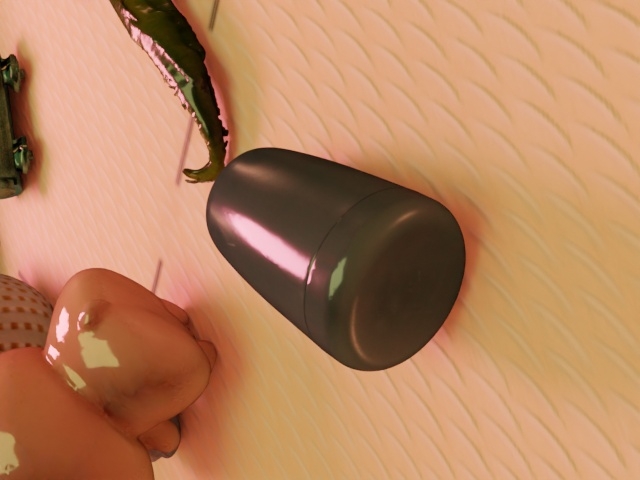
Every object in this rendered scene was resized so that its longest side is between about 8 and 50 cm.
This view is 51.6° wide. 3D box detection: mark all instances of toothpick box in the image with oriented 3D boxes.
[{"bbox_3d":[0.000,0.000,0.473,0.184,0.120,0.120,31,115,44],"label":"toothpick box"}]

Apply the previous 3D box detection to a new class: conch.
[{"bbox_3d":[-0.473,0.172,0.924,0.303,0.215,0.319,-57,23,26],"label":"conch"}]

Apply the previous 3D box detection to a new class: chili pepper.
[{"bbox_3d":[-0.173,-0.223,0.680,0.085,0.076,0.359,-30,69,17],"label":"chili pepper"}]

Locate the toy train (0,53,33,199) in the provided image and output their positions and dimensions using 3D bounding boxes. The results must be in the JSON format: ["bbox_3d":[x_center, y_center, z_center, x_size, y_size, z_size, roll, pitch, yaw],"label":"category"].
[{"bbox_3d":[-0.508,-0.179,1.024,0.159,0.101,0.248,-23,75,61],"label":"toy train"}]

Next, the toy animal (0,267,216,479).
[{"bbox_3d":[-0.219,0.152,0.637,0.210,0.229,0.221,37,116,32],"label":"toy animal"}]
